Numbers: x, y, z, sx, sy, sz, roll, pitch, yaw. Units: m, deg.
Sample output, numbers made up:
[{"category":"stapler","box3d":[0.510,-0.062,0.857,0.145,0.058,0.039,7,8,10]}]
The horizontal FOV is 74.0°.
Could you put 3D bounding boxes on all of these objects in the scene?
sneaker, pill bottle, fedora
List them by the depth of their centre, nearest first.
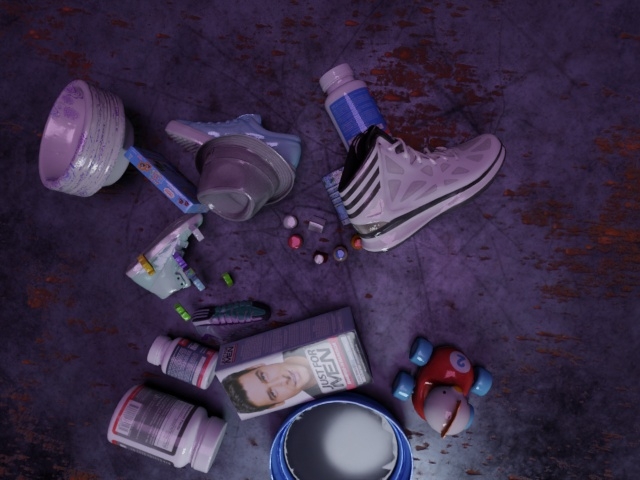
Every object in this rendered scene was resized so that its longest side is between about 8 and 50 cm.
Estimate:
[{"category":"sneaker","box3d":[0.238,-0.190,1.009,0.447,0.169,0.258,-35,114,-10]},{"category":"fedora","box3d":[-0.212,-0.133,1.062,0.275,0.243,0.125,-8,52,39]},{"category":"pill bottle","box3d":[0.086,-0.334,1.100,0.124,0.124,0.222,-27,93,5]},{"category":"sneaker","box3d":[-0.223,-0.273,1.138,0.365,0.135,0.150,19,77,0]},{"category":"pill bottle","box3d":[-0.415,0.521,1.174,0.282,0.161,0.162,20,95,2]},{"category":"pill bottle","box3d":[-0.380,0.332,1.185,0.180,0.108,0.108,21,95,2]},{"category":"sneaker","box3d":[-0.393,0.044,1.188,0.256,0.094,0.151,-46,116,-9]},{"category":"sneaker","box3d":[-0.244,0.233,1.198,0.223,0.083,0.098,-4,118,5]}]

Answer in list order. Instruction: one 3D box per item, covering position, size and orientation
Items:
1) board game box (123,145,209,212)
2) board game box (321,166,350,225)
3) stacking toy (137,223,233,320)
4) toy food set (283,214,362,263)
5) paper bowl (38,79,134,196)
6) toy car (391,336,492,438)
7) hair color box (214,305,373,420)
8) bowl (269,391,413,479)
[{"category":"board game box","box3d":[-0.394,-0.157,1.127,0.211,0.160,0.039,43,96,1]},{"category":"board game box","box3d":[0.128,-0.122,1.144,0.194,0.060,0.194,-25,91,5]},{"category":"stacking toy","box3d":[-0.354,0.085,1.141,0.166,0.052,0.221,-36,120,-16]},{"category":"toy food set","box3d":[0.000,0.000,1.138,0.232,0.104,0.111,20,95,2]},{"category":"paper bowl","box3d":[-0.599,-0.254,1.105,0.284,0.148,0.285,-8,77,37]},{"category":"toy car","box3d":[0.324,0.396,1.077,0.219,0.238,0.211,26,95,1]},{"category":"hair color box","box3d":[-0.067,0.329,1.133,0.373,0.114,0.186,-18,115,5]},{"category":"bowl","box3d":[0.056,0.598,1.170,0.390,0.077,0.392,0,101,2]}]
